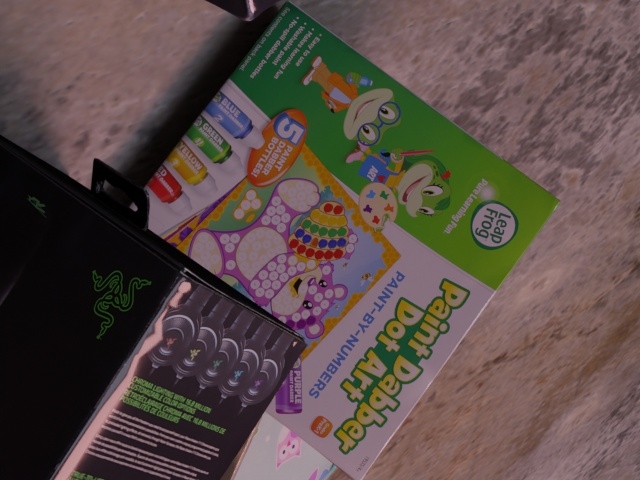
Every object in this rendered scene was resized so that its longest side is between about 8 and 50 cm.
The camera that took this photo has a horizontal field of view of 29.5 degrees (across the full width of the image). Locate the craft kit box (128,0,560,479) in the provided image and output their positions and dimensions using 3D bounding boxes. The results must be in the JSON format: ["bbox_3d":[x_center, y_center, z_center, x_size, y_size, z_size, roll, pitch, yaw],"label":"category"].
[{"bbox_3d":[0.000,0.000,0.872,0.250,0.246,0.061,-54,-178,-7],"label":"craft kit box"}]

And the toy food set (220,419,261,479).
[{"bbox_3d":[-0.132,0.119,0.830,0.071,0.218,0.128,-10,120,-64],"label":"toy food set"}]

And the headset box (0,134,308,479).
[{"bbox_3d":[-0.181,0.087,0.709,0.283,0.246,0.131,-56,143,-2],"label":"headset box"}]

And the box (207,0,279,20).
[{"bbox_3d":[-0.038,-0.286,0.576,0.294,0.296,0.183,-37,139,-24],"label":"box"}]

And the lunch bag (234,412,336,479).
[{"bbox_3d":[-0.108,0.170,0.963,0.279,0.108,0.224,-42,140,-20],"label":"lunch bag"}]
